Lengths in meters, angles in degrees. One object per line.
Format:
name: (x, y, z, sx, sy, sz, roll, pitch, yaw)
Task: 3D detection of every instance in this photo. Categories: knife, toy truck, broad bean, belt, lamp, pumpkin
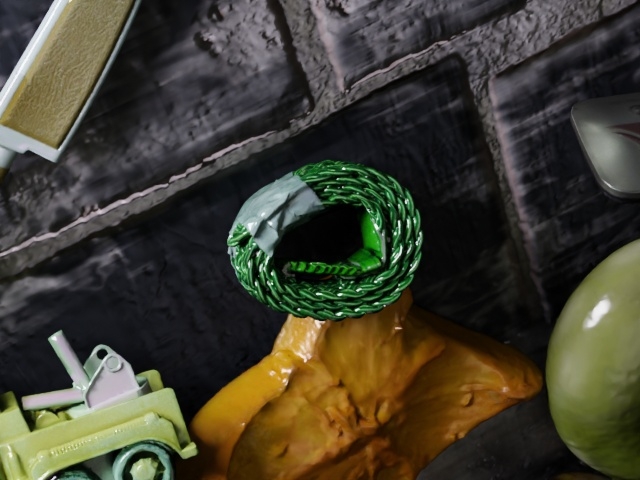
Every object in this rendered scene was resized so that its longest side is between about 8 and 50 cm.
knife: (-0.203, -0.078, 1.072, 0.061, 0.027, 0.343, 25, 104, -33)
toy truck: (-0.237, 0.156, 1.167, 0.260, 0.128, 0.135, -22, 102, -11)
broad bean: (0.315, 0.113, 1.405, 0.238, 0.119, 0.291, -39, 131, -3)
belt: (0.000, 0.000, 1.198, 0.151, 0.079, 0.121, -14, 103, -15)
lamp: (0.223, -0.164, 1.183, 0.203, 0.124, 0.283, -11, 122, -9)
pumpkin: (0.027, 0.150, 1.292, 0.290, 0.095, 0.258, 34, 88, -40)

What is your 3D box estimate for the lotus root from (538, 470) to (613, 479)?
lotus root: (0.285, 0.301, 1.488, 0.309, 0.173, 0.173, 20, 110, -29)
